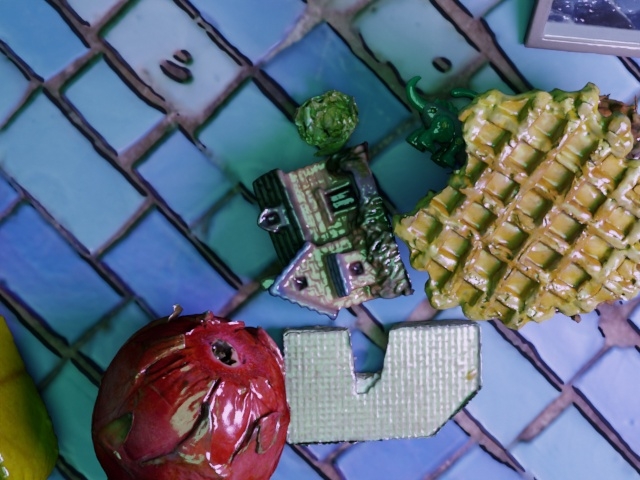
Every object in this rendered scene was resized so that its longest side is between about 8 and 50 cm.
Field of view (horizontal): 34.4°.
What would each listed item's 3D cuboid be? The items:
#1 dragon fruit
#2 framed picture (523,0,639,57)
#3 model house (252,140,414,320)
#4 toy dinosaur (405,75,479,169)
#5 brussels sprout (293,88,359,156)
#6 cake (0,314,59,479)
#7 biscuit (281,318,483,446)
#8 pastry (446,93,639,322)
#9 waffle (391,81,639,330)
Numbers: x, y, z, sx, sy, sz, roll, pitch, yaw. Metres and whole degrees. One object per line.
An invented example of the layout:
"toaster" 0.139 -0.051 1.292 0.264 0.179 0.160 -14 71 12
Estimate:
"dragon fruit" -0.145 0.203 1.167 0.241 0.252 0.241 7 63 -15
"framed picture" 0.418 -0.304 1.150 0.335 0.022 0.247 5 135 -3
"model house" 0.000 0.000 1.184 0.172 0.166 0.183 -17 87 4
"toy dinosaur" 0.151 -0.143 1.222 0.132 0.059 0.096 38 87 -15
"brussels sprout" 0.009 -0.141 1.213 0.085 0.058 0.085 -1 88 18
"cake" -0.432 0.206 1.196 0.179 0.156 0.260 -21 93 17
"biscuit" 0.074 0.170 1.262 0.250 0.046 0.147 -4 97 -1
"pastry" 0.285 -0.045 1.184 0.274 0.193 0.275 -3 121 -5
"waffle" 0.210 -0.032 1.059 0.291 0.051 0.291 4 112 11
